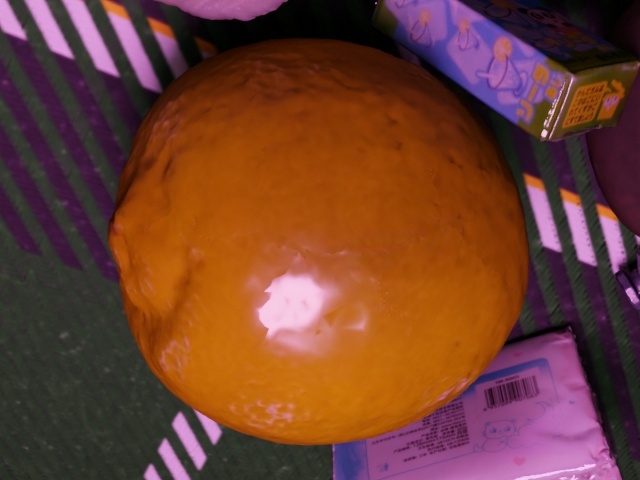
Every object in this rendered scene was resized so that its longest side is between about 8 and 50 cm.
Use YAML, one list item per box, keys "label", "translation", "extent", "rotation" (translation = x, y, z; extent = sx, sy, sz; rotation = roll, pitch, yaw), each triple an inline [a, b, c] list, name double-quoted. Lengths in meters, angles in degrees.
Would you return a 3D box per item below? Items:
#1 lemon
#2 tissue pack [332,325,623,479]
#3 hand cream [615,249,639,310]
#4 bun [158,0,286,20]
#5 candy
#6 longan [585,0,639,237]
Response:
- label: "lemon"
  translation: [0.000, 0.000, 0.939]
  extent: [0.348, 0.348, 0.348]
  rotation: [-2, 124, -3]
- label: "tissue pack"
  translation: [0.151, 0.216, 1.171]
  extent: [0.271, 0.201, 0.124]
  rotation: [-19, 126, 11]
- label: "hand cream"
  translation: [0.410, -0.017, 1.117]
  extent: [0.271, 0.058, 0.091]
  rotation: [-33, 109, 13]
- label: "bun"
  translation: [-0.080, -0.278, 0.813]
  extent: [0.239, 0.141, 0.239]
  rotation: [8, 126, 10]
- label: "candy"
  translation: [0.139, -0.153, 0.910]
  extent: [0.097, 0.194, 0.062]
  rotation: [-16, 135, -42]
- label: "longan"
  translation: [0.330, -0.107, 0.957]
  extent: [0.248, 0.248, 0.248]
  rotation: [-2, 124, -3]
